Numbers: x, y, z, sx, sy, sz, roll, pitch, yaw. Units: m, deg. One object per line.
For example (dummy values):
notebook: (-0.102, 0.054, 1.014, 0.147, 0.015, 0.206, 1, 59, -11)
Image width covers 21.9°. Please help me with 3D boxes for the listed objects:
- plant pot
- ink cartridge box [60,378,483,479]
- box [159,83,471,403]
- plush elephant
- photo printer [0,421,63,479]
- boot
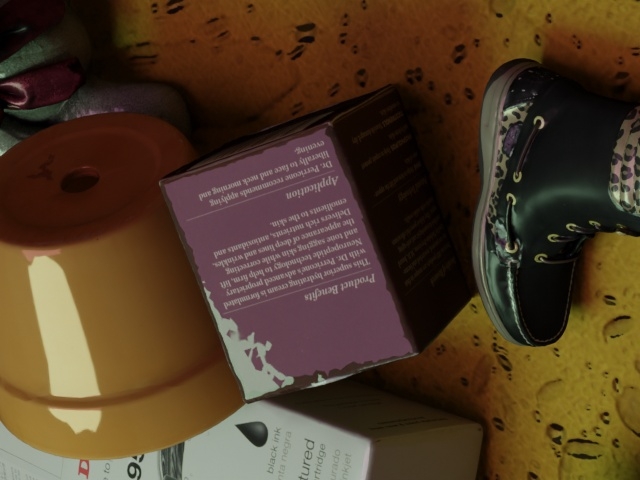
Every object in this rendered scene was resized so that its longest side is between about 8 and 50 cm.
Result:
plant pot: (-0.187, 0.023, 1.478, 0.291, 0.291, 0.203, 21, 140, 37)
ink cartridge box: (-0.067, 0.263, 1.565, 0.395, 0.166, 0.286, 15, 99, 42)
box: (0.000, 0.000, 1.385, 0.168, 0.167, 0.203, -17, 99, 24)
plush elephant: (-0.334, -0.166, 1.562, 0.330, 0.255, 0.272, -3, 107, 30)
photo printer: (-0.270, 0.303, 1.896, 0.307, 0.107, 0.256, 16, 120, 41)
boot: (0.202, -0.010, 1.254, 0.178, 0.085, 0.236, 21, 121, 50)
